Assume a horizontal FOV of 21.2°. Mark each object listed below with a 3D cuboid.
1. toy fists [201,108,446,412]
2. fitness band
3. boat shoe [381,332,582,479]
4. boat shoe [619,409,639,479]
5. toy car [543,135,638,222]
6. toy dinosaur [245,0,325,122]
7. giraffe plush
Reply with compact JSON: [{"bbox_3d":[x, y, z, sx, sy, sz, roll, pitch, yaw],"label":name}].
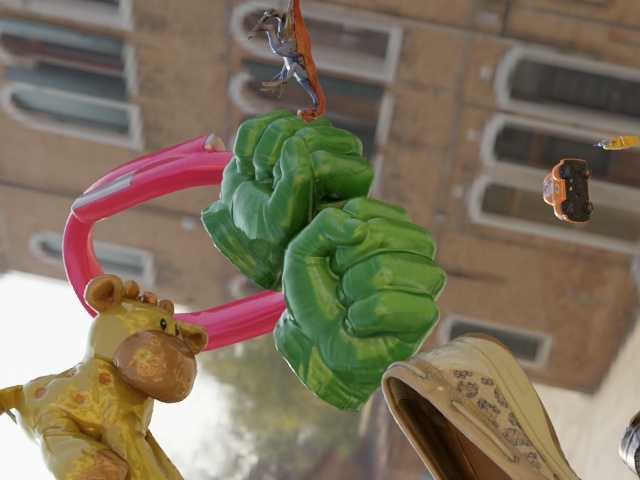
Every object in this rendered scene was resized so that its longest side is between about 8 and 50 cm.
[{"bbox_3d":[0.000,0.000,1.381,0.142,0.096,0.279,-51,45,17],"label":"toy fists"},{"bbox_3d":[-0.119,0.009,1.646,0.209,0.291,0.054,57,-149,-27],"label":"fitness band"},{"bbox_3d":[0.138,0.198,1.177,0.089,0.285,0.104,-14,-28,-39],"label":"boat shoe"},{"bbox_3d":[0.350,0.109,1.429,0.095,0.257,0.095,61,161,-22],"label":"boat shoe"},{"bbox_3d":[0.242,-0.054,1.542,0.122,0.040,0.060,-23,-80,-42],"label":"toy car"},{"bbox_3d":[-0.017,-0.130,1.251,0.090,0.082,0.047,-39,15,33],"label":"toy dinosaur"},{"bbox_3d":[-0.174,0.132,1.515,0.170,0.210,0.181,-54,-23,-1],"label":"giraffe plush"}]
